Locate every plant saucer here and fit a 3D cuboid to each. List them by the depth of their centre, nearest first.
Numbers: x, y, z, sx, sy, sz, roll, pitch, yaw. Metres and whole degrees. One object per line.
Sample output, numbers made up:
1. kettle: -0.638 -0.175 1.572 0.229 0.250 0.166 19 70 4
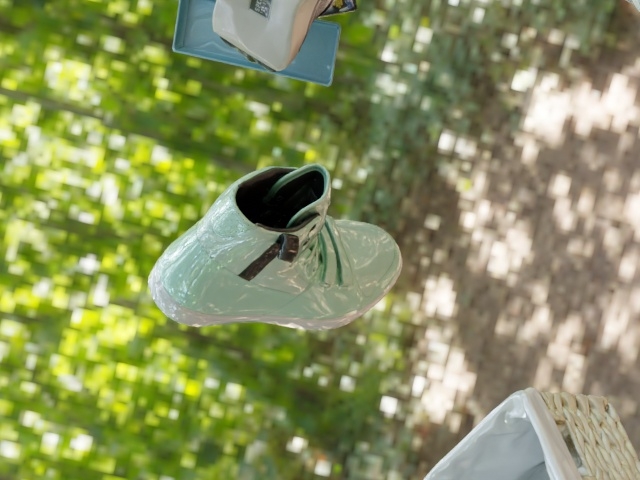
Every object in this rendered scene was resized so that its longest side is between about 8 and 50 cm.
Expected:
1. plant saucer: -0.066 -0.214 1.891 0.018 0.192 0.067 -17 -61 -63

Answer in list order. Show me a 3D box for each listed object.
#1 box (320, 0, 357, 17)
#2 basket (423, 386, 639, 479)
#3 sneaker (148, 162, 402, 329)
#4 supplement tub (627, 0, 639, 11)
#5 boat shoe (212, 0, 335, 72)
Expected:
1. box: -0.015 -0.323 2.056 0.027 0.094 0.137 -152 51 -81
2. basket: 0.170 0.205 1.419 0.167 0.103 0.113 -51 48 40
3. sneaker: 0.000 0.000 1.461 0.151 0.256 0.094 -46 62 40
4. supplement tub: 0.492 -0.322 2.138 0.272 0.191 0.191 35 117 40
5. boat shoe: -0.014 -0.304 1.708 0.158 0.127 0.340 -59 2 -23
